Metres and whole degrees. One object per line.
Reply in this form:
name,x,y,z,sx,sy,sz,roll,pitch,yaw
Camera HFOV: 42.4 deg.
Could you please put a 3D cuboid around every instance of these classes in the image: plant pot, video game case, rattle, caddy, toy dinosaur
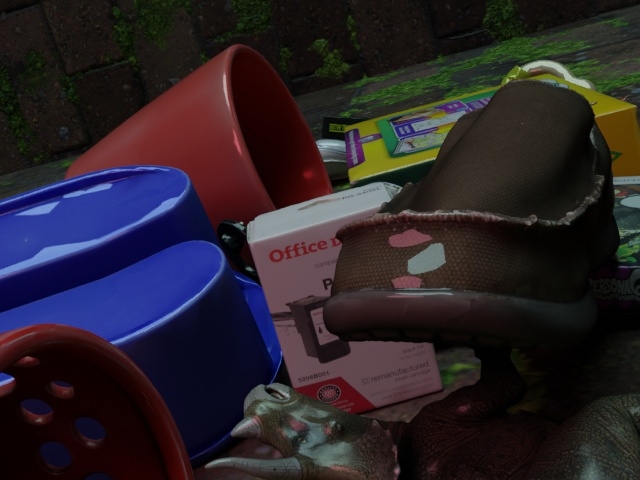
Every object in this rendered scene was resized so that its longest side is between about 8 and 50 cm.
plant pot,-0.174,0.149,0.390,0.174,0.191,0.191,-16,15,21
video game case,0.251,-0.004,0.701,0.210,0.042,0.232,-2,20,18
rattle,0.385,-0.197,1.299,0.199,0.143,0.130,10,60,27
plant pot,-0.138,-0.051,0.951,0.243,0.275,0.275,-22,14,16
caddy,-0.199,0.089,0.647,0.341,0.179,0.241,-19,38,-10
toy dinosaur,0.110,0.120,0.397,0.313,0.121,0.160,3,36,38

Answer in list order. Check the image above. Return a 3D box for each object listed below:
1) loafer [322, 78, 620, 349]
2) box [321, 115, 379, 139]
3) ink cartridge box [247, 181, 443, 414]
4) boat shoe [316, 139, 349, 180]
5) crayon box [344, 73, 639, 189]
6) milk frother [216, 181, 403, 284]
loafer,0.099,-0.028,0.490,0.133,0.130,0.366,-1,9,23
box,0.125,-0.179,1.358,0.190,0.045,0.184,0,7,-25
ink cartridge box,0.018,0.046,0.609,0.109,0.151,0.063,-16,16,1
boat shoe,-0.033,-0.109,1.348,0.226,0.083,0.076,-2,55,14
crayon box,0.194,-0.109,1.050,0.313,0.106,0.363,-14,16,5
milk frother,0.000,0.000,0.757,0.129,0.143,0.135,-43,-1,43
